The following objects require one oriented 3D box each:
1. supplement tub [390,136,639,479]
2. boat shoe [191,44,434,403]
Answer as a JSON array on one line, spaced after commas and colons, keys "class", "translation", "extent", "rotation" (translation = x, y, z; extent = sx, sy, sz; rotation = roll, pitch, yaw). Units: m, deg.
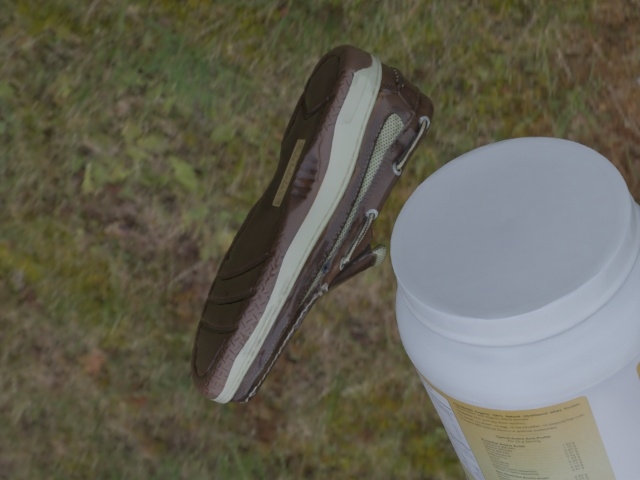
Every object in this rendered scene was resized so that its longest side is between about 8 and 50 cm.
[{"class": "supplement tub", "translation": [0.196, 0.089, 1.272], "extent": [0.228, 0.228, 0.316], "rotation": [-11, 135, 16]}, {"class": "boat shoe", "translation": [0.003, 0.002, 1.024], "extent": [0.095, 0.095, 0.257], "rotation": [24, 95, -23]}]
